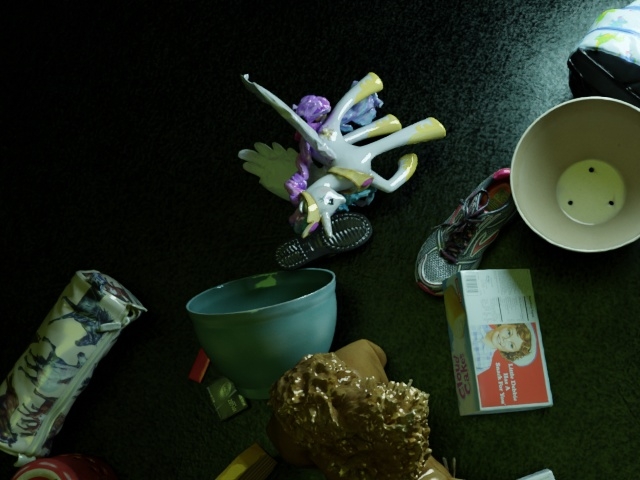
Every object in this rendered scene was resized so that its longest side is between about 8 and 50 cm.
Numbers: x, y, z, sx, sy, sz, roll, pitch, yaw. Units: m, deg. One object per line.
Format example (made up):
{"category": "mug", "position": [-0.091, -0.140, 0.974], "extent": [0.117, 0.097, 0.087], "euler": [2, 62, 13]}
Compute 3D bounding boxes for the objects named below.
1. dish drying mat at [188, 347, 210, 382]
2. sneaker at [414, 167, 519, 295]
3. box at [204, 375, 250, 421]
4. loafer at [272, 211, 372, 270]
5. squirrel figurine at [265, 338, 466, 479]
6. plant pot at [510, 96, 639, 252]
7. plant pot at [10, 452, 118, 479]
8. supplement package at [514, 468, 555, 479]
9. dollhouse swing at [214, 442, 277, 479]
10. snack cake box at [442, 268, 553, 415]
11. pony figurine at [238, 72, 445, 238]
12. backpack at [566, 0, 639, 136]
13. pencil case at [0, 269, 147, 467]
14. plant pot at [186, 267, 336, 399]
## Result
{"category": "dish drying mat", "position": [-0.249, 0.257, 1.764], "extent": [0.032, 0.008, 0.083], "euler": [20, 82, 17]}
{"category": "sneaker", "position": [0.291, -0.024, 1.663], "extent": [0.121, 0.112, 0.299], "euler": [36, 87, 18]}
{"category": "box", "position": [-0.192, 0.323, 1.729], "extent": [0.067, 0.018, 0.083], "euler": [-29, 71, 4]}
{"category": "loafer", "position": [0.000, 0.000, 1.740], "extent": [0.220, 0.078, 0.080], "euler": [-19, 89, -10]}
{"category": "squirrel figurine", "position": [0.093, 0.373, 1.455], "extent": [0.281, 0.397, 0.370], "euler": [-40, 65, -5]}
{"category": "plant pot", "position": [0.513, -0.107, 1.584], "extent": [0.284, 0.191, 0.284], "euler": [-3, 81, 18]}
{"category": "plant pot", "position": [-0.519, 0.524, 1.671], "extent": [0.191, 0.174, 0.191], "euler": [-2, 76, 10]}
{"category": "supplement package", "position": [0.393, 0.546, 1.479], "extent": [0.133, 0.139, 0.244], "euler": [-22, 73, 7]}
{"category": "dollhouse swing", "position": [-0.153, 0.585, 1.491], "extent": [0.304, 0.347, 0.315], "euler": [-29, 71, -8]}
{"category": "snack cake box", "position": [0.332, 0.191, 1.581], "extent": [0.152, 0.089, 0.265], "euler": [0, 74, -18]}
{"category": "pony figurine", "position": [0.013, -0.189, 1.695], "extent": [0.363, 0.303, 0.351], "euler": [-36, 62, -21]}
{"category": "backpack", "position": [0.646, -0.295, 1.587], "extent": [0.355, 0.290, 0.273], "euler": [20, 72, 23]}
{"category": "pencil case", "position": [-0.539, 0.260, 1.743], "extent": [0.183, 0.160, 0.410], "euler": [25, 80, 49]}
{"category": "plant pot", "position": [-0.098, 0.188, 1.627], "extent": [0.293, 0.293, 0.196], "euler": [-9, 100, 10]}
